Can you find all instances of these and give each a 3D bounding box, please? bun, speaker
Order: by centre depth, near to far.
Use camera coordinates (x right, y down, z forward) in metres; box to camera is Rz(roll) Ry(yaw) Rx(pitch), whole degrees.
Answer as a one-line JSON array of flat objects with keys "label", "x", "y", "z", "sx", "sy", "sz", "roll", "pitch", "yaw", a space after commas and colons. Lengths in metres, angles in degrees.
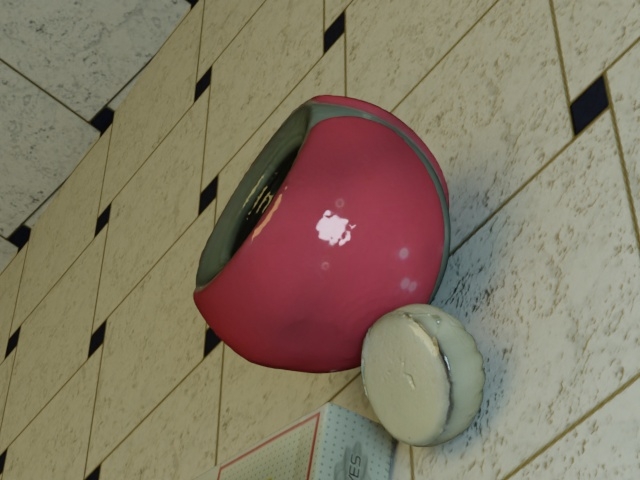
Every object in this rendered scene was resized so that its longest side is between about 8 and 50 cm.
[{"label": "bun", "x": 0.111, "y": 0.125, "z": 1.490, "sx": 0.138, "sy": 0.094, "sz": 0.138, "roll": 14, "pitch": 108, "yaw": 50}, {"label": "speaker", "x": 0.000, "y": 0.000, "z": 1.603, "sx": 0.294, "sy": 0.294, "sz": 0.294, "roll": -46, "pitch": 29, "yaw": 34}]

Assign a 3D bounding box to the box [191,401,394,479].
[{"label": "box", "x": -0.063, "y": 0.324, "z": 1.623, "sx": 0.330, "sy": 0.095, "sz": 0.210, "roll": -37, "pitch": 35, "yaw": 47}]
